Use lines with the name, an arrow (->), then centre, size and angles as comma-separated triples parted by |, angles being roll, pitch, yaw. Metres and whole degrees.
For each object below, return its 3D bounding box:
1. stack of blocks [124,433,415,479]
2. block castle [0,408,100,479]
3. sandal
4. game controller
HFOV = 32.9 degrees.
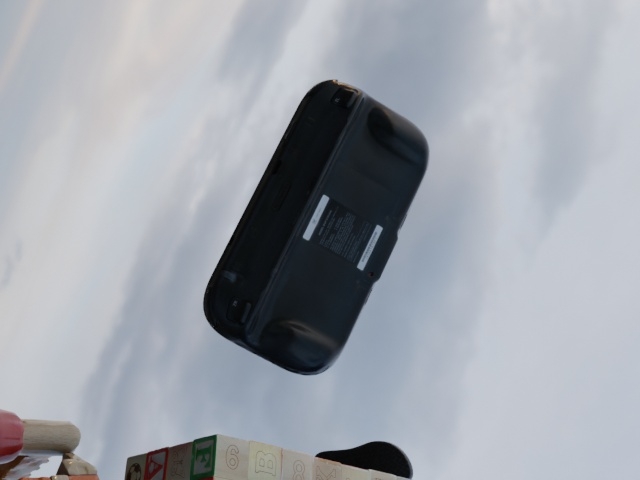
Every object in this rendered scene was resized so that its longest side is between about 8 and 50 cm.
stack of blocks -> -0.049, 0.297, 1.201 | 0.171, 0.297, 0.087 | -24, -126, 44
block castle -> -0.455, 0.486, 1.510 | 0.303, 0.213, 0.453 | -38, -123, 32
sandal -> 0.064, 0.323, 1.552 | 0.179, 0.040, 0.067 | -11, -111, 42
game controller -> 0.003, -0.016, 1.186 | 0.319, 0.166, 0.067 | -64, -159, -14
